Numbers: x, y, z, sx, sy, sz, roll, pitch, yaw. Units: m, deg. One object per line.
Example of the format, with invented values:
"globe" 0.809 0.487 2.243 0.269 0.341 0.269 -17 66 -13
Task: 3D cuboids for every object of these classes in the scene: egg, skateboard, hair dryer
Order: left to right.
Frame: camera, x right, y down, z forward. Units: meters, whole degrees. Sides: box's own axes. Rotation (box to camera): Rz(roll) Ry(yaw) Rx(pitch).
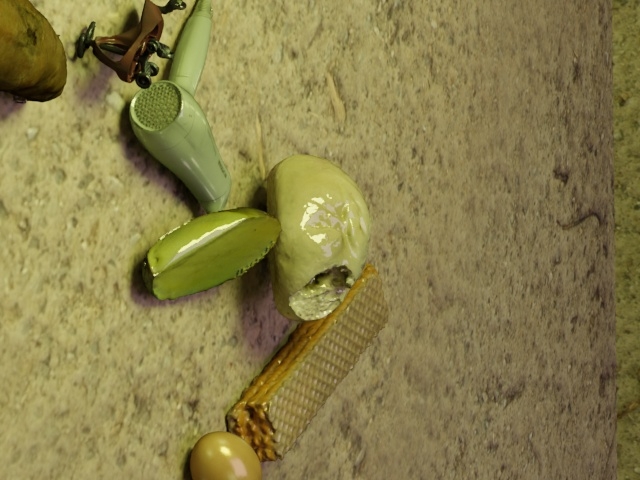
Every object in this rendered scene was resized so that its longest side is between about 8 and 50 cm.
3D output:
"skateboard" -0.194 -0.205 1.580 0.151 0.080 0.067 -71 179 -63
"hair dryer" -0.134 -0.172 1.732 0.206 0.075 0.237 57 36 -61
"egg" -0.111 0.261 1.799 0.080 0.080 0.096 -54 133 -47

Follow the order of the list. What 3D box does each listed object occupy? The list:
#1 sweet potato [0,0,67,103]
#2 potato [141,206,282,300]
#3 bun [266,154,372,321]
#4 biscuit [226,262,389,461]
"sweet potato" -0.314 -0.178 1.275 0.423 0.131 0.130 15 80 -64
"potato" -0.129 0.007 1.727 0.198 0.054 0.119 -26 155 -37
"bun" 0.000 0.000 1.868 0.178 0.128 0.193 98 -11 -57
"biscuit" -0.008 0.154 2.017 0.378 0.054 0.094 -47 134 -51
